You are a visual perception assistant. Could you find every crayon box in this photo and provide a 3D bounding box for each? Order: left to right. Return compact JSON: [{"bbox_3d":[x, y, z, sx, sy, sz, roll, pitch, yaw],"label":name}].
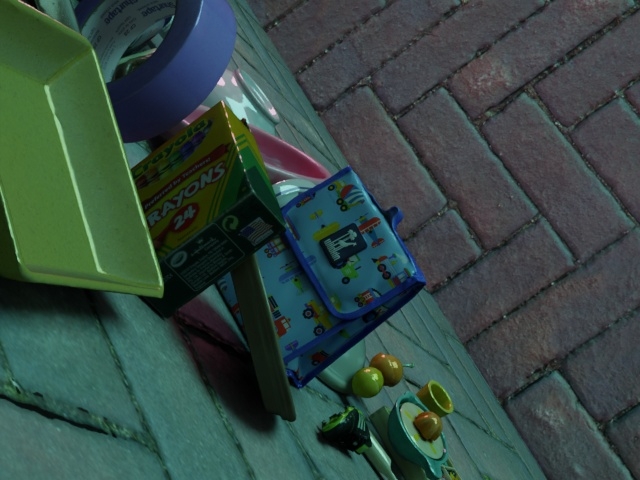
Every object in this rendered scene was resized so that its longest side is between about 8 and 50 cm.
[{"bbox_3d":[-0.173,-0.061,1.593,0.081,0.202,0.318,48,10,-32],"label":"crayon box"}]

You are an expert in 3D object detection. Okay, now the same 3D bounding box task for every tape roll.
[{"bbox_3d":[-0.259,-0.279,1.709,0.090,0.275,0.275,43,14,-46],"label":"tape roll"}]

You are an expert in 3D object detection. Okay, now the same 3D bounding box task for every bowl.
[{"bbox_3d":[-0.179,-0.264,2.461,0.298,0.134,0.298,51,11,-13],"label":"bowl"}]

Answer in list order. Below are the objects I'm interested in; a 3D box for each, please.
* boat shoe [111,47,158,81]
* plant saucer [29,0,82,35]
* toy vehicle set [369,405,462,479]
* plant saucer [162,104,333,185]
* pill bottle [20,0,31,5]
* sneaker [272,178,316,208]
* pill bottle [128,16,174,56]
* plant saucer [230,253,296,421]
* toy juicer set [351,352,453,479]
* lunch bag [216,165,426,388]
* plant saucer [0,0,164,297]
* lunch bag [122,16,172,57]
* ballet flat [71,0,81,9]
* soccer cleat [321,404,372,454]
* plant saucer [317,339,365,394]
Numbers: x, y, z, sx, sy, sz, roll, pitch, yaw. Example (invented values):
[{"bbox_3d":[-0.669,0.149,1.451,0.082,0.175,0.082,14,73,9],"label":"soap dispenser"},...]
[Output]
[{"bbox_3d":[-0.302,-0.272,1.961,0.257,0.095,0.095,-15,102,-70],"label":"boat shoe"},{"bbox_3d":[-0.354,-0.286,1.544,0.310,0.050,0.310,159,-90,-76],"label":"plant saucer"},{"bbox_3d":[0.186,0.398,2.186,0.166,0.035,0.267,58,11,24],"label":"toy vehicle set"},{"bbox_3d":[-0.139,-0.142,2.074,0.332,0.084,0.332,24,12,-5],"label":"plant saucer"},{"bbox_3d":[-0.442,-0.328,1.463,0.124,0.124,0.221,40,16,-54],"label":"pill bottle"},{"bbox_3d":[0.001,-0.001,1.957,0.282,0.102,0.161,24,33,-56],"label":"sneaker"},{"bbox_3d":[-0.347,-0.425,2.134,0.278,0.162,0.162,51,10,-17],"label":"pill bottle"},{"bbox_3d":[-0.085,0.112,1.595,0.278,0.041,0.278,166,-90,-86],"label":"plant saucer"},{"bbox_3d":[0.142,0.302,2.007,0.209,0.089,0.329,45,25,-15],"label":"toy juicer set"},{"bbox_3d":[0.010,0.046,1.802,0.221,0.293,0.138,58,10,25],"label":"lunch bag"},{"bbox_3d":[-0.305,-0.091,1.254,0.333,0.081,0.332,20,51,-73],"label":"plant saucer"},{"bbox_3d":[-0.387,-0.439,1.931,0.303,0.115,0.243,53,-24,-11],"label":"lunch bag"},{"bbox_3d":[-0.437,-0.361,1.789,0.221,0.077,0.079,32,42,-54],"label":"ballet flat"},{"bbox_3d":[0.047,0.295,1.824,0.072,0.060,0.179,57,7,11],"label":"soccer cleat"},{"bbox_3d":[-0.021,0.084,2.109,0.400,0.100,0.400,51,10,-12],"label":"plant saucer"}]
